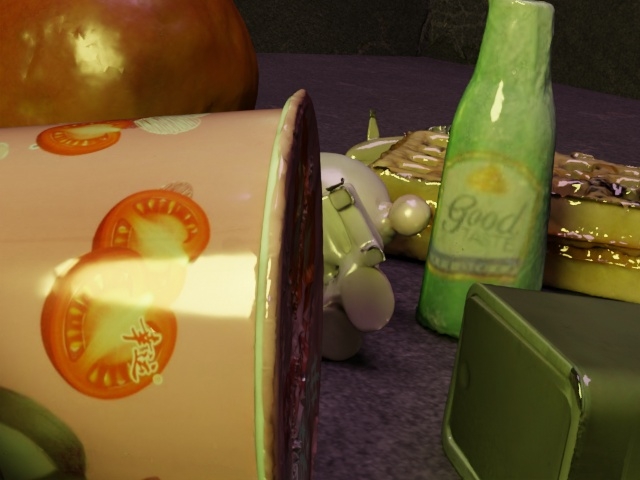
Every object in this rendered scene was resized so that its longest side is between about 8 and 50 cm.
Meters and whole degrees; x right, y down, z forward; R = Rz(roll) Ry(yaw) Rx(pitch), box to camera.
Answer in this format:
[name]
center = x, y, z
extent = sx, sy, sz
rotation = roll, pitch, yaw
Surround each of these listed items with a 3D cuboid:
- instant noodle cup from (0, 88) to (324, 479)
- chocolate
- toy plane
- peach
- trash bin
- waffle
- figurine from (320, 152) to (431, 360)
[instant noodle cup]
center = -0.119, 0.040, 0.504
extent = 0.231, 0.242, 0.243
rotation = 2, 16, 5
[chocolate]
center = 0.150, -0.058, 0.816
extent = 0.110, 0.291, 0.110
rotation = 5, 19, -2
[toy plane]
center = 0.156, -0.125, 1.404
extent = 0.256, 0.104, 0.242
rotation = 7, 0, -22
[peach]
center = -0.230, -0.185, 1.070
extent = 0.343, 0.301, 0.343
rotation = 5, 17, -2
[trash bin]
center = 0.216, 0.111, 0.582
extent = 0.241, 0.122, 0.164
rotation = 4, 16, -15
[waffle]
center = 0.246, -0.034, 1.085
extent = 0.376, 0.114, 0.261
rotation = 12, 17, 16
[figurine]
center = -0.010, -0.005, 0.846
extent = 0.144, 0.182, 0.256
rotation = 41, 11, -10
